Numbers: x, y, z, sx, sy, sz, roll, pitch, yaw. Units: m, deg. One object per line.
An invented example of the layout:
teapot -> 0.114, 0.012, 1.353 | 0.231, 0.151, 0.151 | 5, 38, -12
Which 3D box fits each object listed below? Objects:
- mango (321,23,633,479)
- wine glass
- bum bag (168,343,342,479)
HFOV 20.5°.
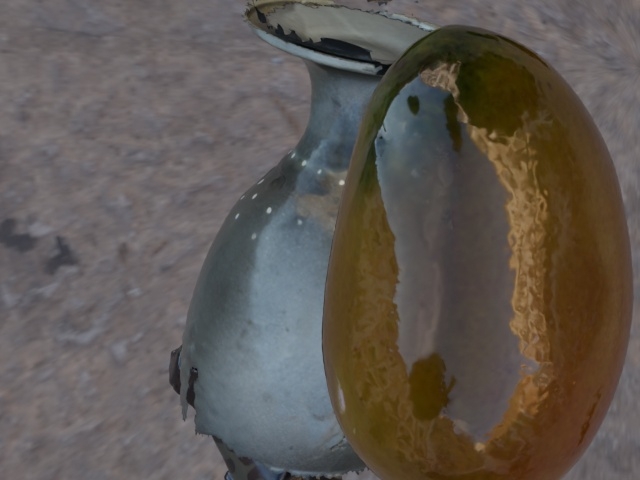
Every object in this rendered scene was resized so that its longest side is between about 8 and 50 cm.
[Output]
mango -> 0.073, 0.014, 0.795 | 0.120, 0.151, 0.221 | 17, 108, 44
wine glass -> 0.001, 0.000, 1.324 | 0.190, 0.190, 0.357 | 14, 113, 9
bum bag -> -0.028, 0.225, 1.596 | 0.144, 0.095, 0.340 | -24, 90, 47
